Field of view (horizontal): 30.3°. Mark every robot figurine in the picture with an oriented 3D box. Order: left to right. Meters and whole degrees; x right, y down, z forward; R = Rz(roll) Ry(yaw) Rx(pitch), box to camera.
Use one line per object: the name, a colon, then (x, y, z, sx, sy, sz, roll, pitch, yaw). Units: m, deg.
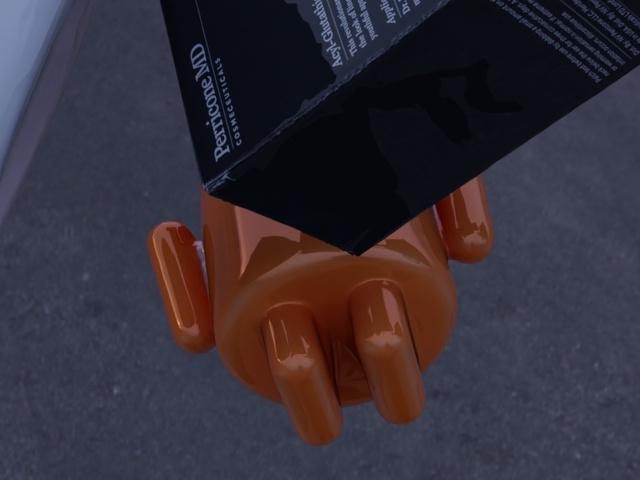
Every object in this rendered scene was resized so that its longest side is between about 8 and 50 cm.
robot figurine: (-0.002, 0.000, 0.630, 0.128, 0.158, 0.219, 26, 34, -30)

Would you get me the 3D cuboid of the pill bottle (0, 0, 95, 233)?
pill bottle: (-0.280, -0.117, 0.458, 0.361, 0.204, 0.204, 21, 35, -11)

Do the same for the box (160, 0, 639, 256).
box: (0.020, -0.155, 0.500, 0.103, 0.184, 0.261, 26, 40, -47)
